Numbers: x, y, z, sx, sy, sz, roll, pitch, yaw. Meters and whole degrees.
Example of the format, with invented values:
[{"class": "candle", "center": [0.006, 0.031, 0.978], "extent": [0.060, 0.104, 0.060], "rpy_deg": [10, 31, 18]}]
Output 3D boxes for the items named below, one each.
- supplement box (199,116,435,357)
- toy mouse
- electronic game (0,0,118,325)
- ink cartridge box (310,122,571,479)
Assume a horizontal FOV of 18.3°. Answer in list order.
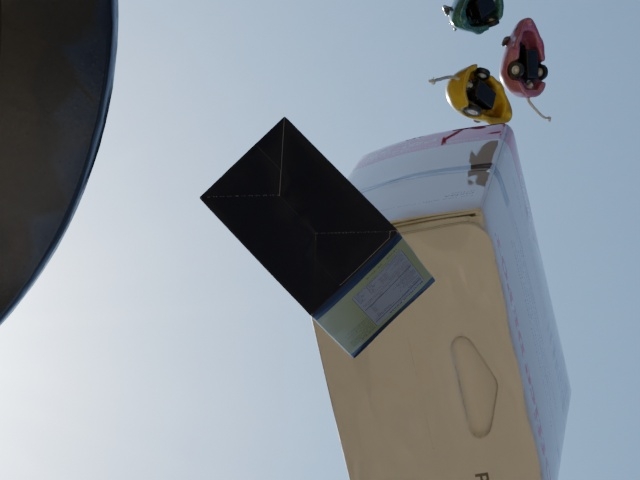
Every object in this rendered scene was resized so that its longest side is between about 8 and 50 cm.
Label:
[{"class": "supplement box", "center": [0.000, 0.000, 0.936], "extent": [0.056, 0.083, 0.083], "rpy_deg": [-43, -113, -1]}, {"class": "toy mouse", "center": [0.134, -0.154, 1.549], "extent": [0.031, 0.161, 0.143], "rpy_deg": [-5, -114, 42]}, {"class": "electronic game", "center": [-0.161, -0.057, 0.484], "extent": [0.229, 0.048, 0.229], "rpy_deg": [1, -83, 8]}, {"class": "ink cartridge box", "center": [0.080, 0.055, 1.267], "extent": [0.117, 0.283, 0.207], "rpy_deg": [-11, -79, 12]}]
